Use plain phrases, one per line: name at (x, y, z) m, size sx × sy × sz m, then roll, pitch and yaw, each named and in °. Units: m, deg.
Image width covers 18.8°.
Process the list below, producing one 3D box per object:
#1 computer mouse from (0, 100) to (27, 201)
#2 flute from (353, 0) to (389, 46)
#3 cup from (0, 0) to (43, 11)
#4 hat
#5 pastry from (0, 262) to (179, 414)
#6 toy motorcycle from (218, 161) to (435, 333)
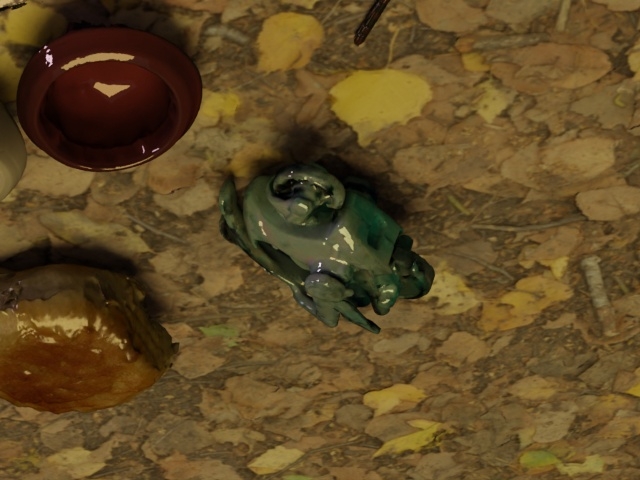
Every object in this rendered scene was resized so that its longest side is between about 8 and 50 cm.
computer mouse at (-0.431, -0.139, 2.001) m, size 0.184 × 0.121 × 0.297 m, roll -24°, pitch 134°, yaw 28°
flute at (0.093, -0.287, 1.951) m, size 0.014 × 0.014 × 0.269 m, roll 13°, pitch 139°, yaw -21°
cup at (-0.291, -0.355, 1.599) m, size 0.203 × 0.288 × 0.203 m, roll -3°, pitch 143°, yaw -2°
hat at (-0.222, -0.159, 2.023) m, size 0.205 × 0.089 × 0.205 m, roll -5°, pitch 138°, yaw -5°
pastry at (-0.313, 0.116, 2.346) m, size 0.236 × 0.120 × 0.257 m, roll -15°, pitch 143°, yaw 19°
toy motorcycle at (0.000, 0.000, 2.219) m, size 0.206 × 0.154 × 0.260 m, roll -8°, pitch 141°, yaw 44°
